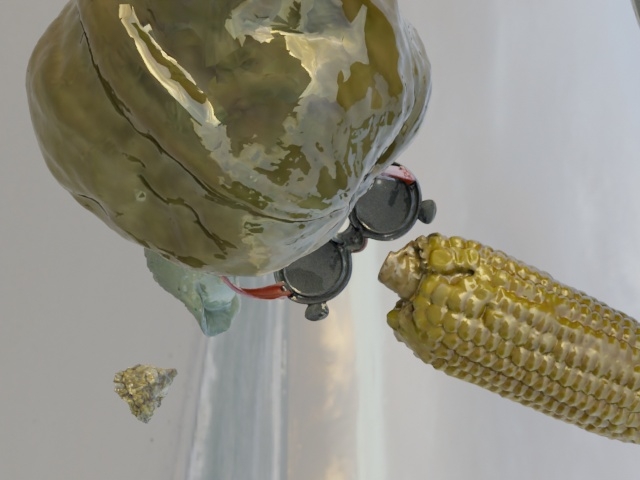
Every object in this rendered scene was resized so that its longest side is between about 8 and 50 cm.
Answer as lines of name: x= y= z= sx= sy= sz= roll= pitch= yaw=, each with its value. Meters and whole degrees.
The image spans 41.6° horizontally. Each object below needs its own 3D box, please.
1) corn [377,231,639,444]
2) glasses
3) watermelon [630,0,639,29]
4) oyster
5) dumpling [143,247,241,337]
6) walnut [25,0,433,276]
corn: x=0.158 y=0.074 z=0.589 sx=0.097 sy=0.262 sz=0.097 roll=-63 pitch=-176 yaw=8
glasses: x=0.000 y=0.000 z=0.969 sx=0.118 sy=0.234 sz=0.268 roll=52 pitch=17 yaw=11
watermelon: x=0.283 y=-0.191 z=0.503 sx=0.331 sy=0.189 sz=0.331 roll=-2 pitch=90 yaw=-84
oyster: x=-0.293 y=0.254 z=1.405 sx=0.146 sy=0.045 sz=0.121 roll=43 pitch=33 yaw=-51
dumpling: x=-0.155 y=0.011 z=1.006 sx=0.152 sy=0.108 sz=0.219 roll=102 pitch=-18 yaw=-72
walnut: x=-0.064 y=-0.120 z=0.639 sx=0.282 sy=0.277 sz=0.253 roll=-40 pitch=-171 yaw=48
